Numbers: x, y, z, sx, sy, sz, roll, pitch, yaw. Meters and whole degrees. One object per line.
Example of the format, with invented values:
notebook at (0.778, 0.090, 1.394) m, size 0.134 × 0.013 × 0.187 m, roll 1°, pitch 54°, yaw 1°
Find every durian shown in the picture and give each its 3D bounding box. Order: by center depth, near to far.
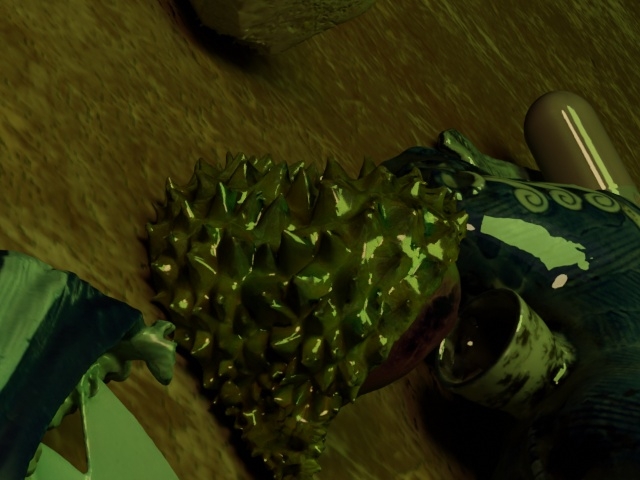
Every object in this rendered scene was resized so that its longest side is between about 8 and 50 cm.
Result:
durian at (0.003, -0.001, 0.731) m, size 0.119 × 0.108 × 0.186 m, roll 50°, pitch 22°, yaw -13°

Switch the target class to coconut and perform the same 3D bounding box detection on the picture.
coconut at (-0.030, -0.168, 0.910) m, size 0.116 × 0.116 × 0.122 m, roll 18°, pitch 40°, yaw -57°

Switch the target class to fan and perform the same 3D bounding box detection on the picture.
fan at (0.205, 0.008, 1.164) m, size 0.130 × 0.074 × 0.244 m, roll 3°, pitch 58°, yaw -62°

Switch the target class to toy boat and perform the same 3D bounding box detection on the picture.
toy boat at (-0.044, 0.125, 0.518) m, size 0.291 × 0.067 × 0.220 m, roll 52°, pitch 22°, yaw -15°

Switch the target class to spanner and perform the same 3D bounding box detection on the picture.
spanner at (0.154, -0.032, 1.213) m, size 0.302 × 0.017 × 0.071 m, roll 9°, pitch 50°, yaw -61°

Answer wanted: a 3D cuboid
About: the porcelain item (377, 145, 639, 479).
porcelain item at (0.122, 0.067, 0.852) m, size 0.186 × 0.138 × 0.288 m, roll 29°, pitch 31°, yaw -28°
